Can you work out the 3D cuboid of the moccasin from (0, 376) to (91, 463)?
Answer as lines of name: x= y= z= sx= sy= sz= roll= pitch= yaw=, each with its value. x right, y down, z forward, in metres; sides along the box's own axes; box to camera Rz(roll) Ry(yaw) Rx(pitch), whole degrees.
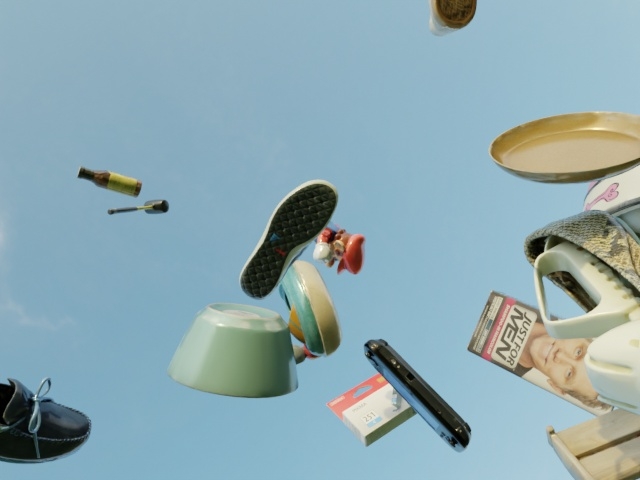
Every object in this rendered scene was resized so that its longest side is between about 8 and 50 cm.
moccasin: x=-0.556 y=0.306 z=0.931 sx=0.342 sy=0.138 sz=0.117 roll=27 pitch=-76 yaw=-43

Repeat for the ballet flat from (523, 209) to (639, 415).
ballet flat: x=0.370 y=0.100 z=0.637 sx=0.181 sy=0.483 sz=0.164 roll=-11 pitch=-67 yaw=4

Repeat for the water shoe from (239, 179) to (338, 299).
water shoe: x=-0.051 y=-0.007 z=0.783 sx=0.073 sy=0.080 sz=0.203 roll=39 pitch=-84 yaw=-4

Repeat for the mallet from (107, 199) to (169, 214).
mallet: x=-0.474 y=-0.080 z=1.358 sx=0.189 sy=0.062 sz=0.039 roll=-15 pitch=-78 yaw=-59

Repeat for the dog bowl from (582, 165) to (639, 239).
dog bowl: x=0.770 y=-0.068 z=1.143 sx=0.407 sy=0.407 sz=0.151 roll=25 pitch=-120 yaw=-34

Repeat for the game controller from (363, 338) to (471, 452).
game controller: x=0.219 y=0.363 z=1.250 sx=0.067 sy=0.319 sz=0.166 roll=-36 pitch=-25 yaw=-20

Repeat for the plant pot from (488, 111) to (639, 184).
plant pot: x=0.375 y=-0.138 z=0.796 sx=0.236 sy=0.236 sz=0.033 roll=-29 pitch=-60 yaw=-26

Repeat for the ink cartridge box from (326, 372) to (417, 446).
ink cartridge box: x=0.204 y=0.581 z=1.946 sx=0.296 sy=0.261 sz=0.066 roll=-24 pitch=-59 yaw=-25

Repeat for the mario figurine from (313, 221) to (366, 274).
mario figurine: x=0.000 y=0.000 z=1.671 sx=0.198 sy=0.320 sz=0.170 roll=-37 pitch=-18 yaw=-33

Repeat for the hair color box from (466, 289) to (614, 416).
hair color box: x=0.557 y=0.267 z=1.296 sx=0.105 sy=0.347 sz=0.174 roll=14 pitch=-82 yaw=-56

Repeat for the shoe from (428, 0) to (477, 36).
shoe: x=0.168 y=-0.359 z=0.649 sx=0.076 sy=0.058 sz=0.219 roll=11 pitch=-89 yaw=-1

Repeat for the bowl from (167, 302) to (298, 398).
bowl: x=-0.192 y=0.244 z=1.256 sx=0.311 sy=0.311 sz=0.163 roll=9 pitch=-89 yaw=-34

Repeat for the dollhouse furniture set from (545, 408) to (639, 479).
dollhouse furniture set: x=0.481 y=0.425 z=0.887 sx=0.303 sy=0.355 sz=0.174 roll=-19 pitch=-68 yaw=-2

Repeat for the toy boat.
toy boat: x=-0.040 y=0.226 z=1.394 sx=0.148 sy=0.268 sz=0.318 roll=-16 pitch=-42 yaw=-12

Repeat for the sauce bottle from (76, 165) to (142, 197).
sauce bottle: x=-0.450 y=-0.128 z=1.138 sx=0.128 sy=0.042 sz=0.042 roll=18 pitch=-91 yaw=-29
